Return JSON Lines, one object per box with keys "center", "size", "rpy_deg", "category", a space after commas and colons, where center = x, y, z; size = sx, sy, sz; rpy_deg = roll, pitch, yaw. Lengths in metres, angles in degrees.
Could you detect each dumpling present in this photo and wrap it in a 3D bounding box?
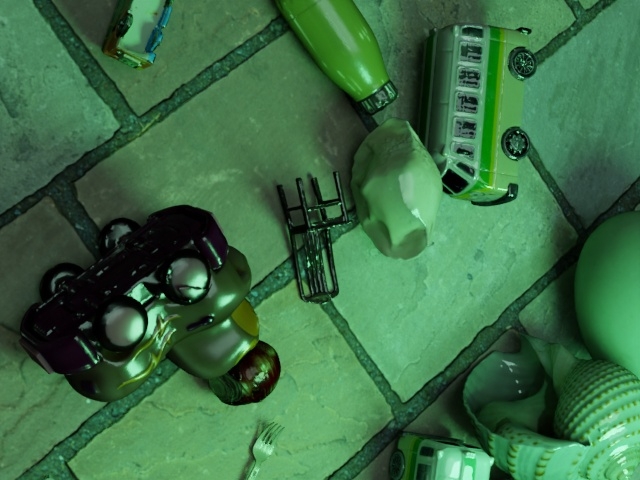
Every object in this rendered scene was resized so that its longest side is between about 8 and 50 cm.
{"center": [0.117, -0.087, 1.849], "size": [0.126, 0.166, 0.216], "rpy_deg": [-46, 118, -49], "category": "dumpling"}

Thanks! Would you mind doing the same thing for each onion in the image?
{"center": [-0.118, 0.203, 1.749], "size": [0.118, 0.117, 0.119], "rpy_deg": [-6, 98, -43], "category": "onion"}

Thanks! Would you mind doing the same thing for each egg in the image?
{"center": [0.606, 0.133, 1.990], "size": [0.276, 0.276, 0.389], "rpy_deg": [-23, 94, -24], "category": "egg"}

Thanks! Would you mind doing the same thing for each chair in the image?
{"center": [0.000, 0.000, 1.822], "size": [0.084, 0.101, 0.213], "rpy_deg": [-13, 91, -24], "category": "chair"}

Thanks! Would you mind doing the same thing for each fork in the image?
{"center": [-0.117, 0.397, 1.788], "size": [0.034, 0.028, 0.219], "rpy_deg": [31, 79, -27], "category": "fork"}

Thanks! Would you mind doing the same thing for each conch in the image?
{"center": [0.404, 0.315, 1.900], "size": [0.302, 0.319, 0.215], "rpy_deg": [-19, 114, -16], "category": "conch"}

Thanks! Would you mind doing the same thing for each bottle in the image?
{"center": [0.034, -0.332, 1.854], "size": [0.112, 0.112, 0.260], "rpy_deg": [-40, 102, -21], "category": "bottle"}

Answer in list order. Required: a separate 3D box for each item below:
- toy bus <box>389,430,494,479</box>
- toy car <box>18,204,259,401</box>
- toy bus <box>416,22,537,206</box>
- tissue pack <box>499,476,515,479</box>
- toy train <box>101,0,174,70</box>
{"center": [0.193, 0.468, 1.843], "size": [0.133, 0.164, 0.276], "rpy_deg": [11, 81, -22], "category": "toy bus"}
{"center": [-0.251, 0.117, 1.633], "size": [0.340, 0.271, 0.240], "rpy_deg": [-38, 118, -19], "category": "toy car"}
{"center": [0.262, -0.222, 1.933], "size": [0.179, 0.143, 0.306], "rpy_deg": [7, 84, -21], "category": "toy bus"}
{"center": [0.391, 0.517, 1.953], "size": [0.256, 0.123, 0.215], "rpy_deg": [-10, 88, -25], "category": "tissue pack"}
{"center": [-0.276, -0.357, 1.724], "size": [0.072, 0.099, 0.188], "rpy_deg": [22, 77, -24], "category": "toy train"}
